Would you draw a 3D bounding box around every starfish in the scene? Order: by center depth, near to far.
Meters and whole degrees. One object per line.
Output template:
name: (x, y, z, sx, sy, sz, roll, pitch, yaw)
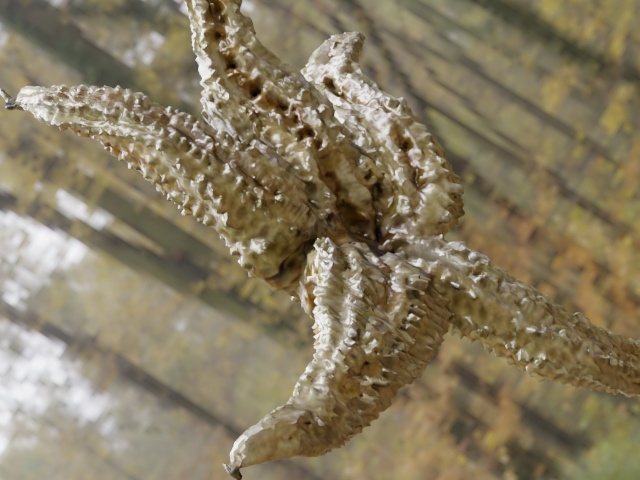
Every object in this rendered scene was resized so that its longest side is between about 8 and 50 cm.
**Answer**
starfish: (-0.012, -0.014, 0.859, 0.301, 0.293, 0.084, -9, -40, -44)
